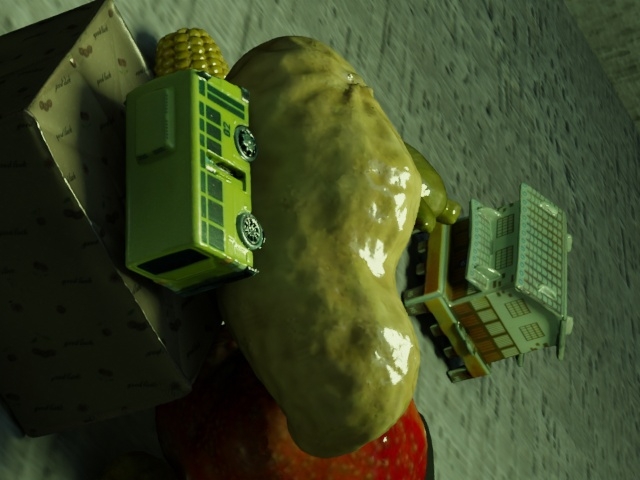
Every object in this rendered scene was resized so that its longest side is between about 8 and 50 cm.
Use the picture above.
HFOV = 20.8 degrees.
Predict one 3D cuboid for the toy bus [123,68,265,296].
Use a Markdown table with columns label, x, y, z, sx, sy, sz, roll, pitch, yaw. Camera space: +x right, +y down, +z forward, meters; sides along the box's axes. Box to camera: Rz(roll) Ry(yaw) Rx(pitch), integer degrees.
| label | x | y | z | sx | sy | sz | roll | pitch | yaw |
| --- | --- | --- | --- | --- | --- | --- | --- | --- | --- |
| toy bus | -0.109 | -0.053 | 1.445 | 0.101 | 0.088 | 0.175 | 27 | 53 | -50 |

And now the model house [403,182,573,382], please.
| label | x | y | z | sx | sy | sz | roll | pitch | yaw |
| --- | --- | --- | --- | --- | --- | --- | --- | --- | --- |
| model house | 0.254 | 0.064 | 2.517 | 0.198 | 0.215 | 0.224 | 55 | 28 | -32 |

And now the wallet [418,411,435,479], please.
| label | x | y | z | sx | sy | sz | roll | pitch | yaw |
| --- | --- | --- | --- | --- | --- | --- | --- | --- | --- |
| wallet | 0.035 | 0.265 | 2.058 | 0.406 | 0.062 | 0.228 | 32 | 46 | -56 |

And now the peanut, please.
| label | x | y | z | sx | sy | sz | roll | pitch | yaw |
| --- | --- | --- | --- | --- | --- | --- | --- | --- | --- |
| peanut | 0.000 | 0.000 | 1.528 | 0.169 | 0.192 | 0.387 | 42 | 37 | -63 |

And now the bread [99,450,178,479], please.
| label | x | y | z | sx | sy | sz | roll | pitch | yaw |
| --- | --- | --- | --- | --- | --- | --- | --- | --- | --- |
| bread | -0.190 | 0.308 | 1.490 | 0.367 | 0.084 | 0.077 | -72 | -177 | -58 |

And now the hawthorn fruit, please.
| label | x | y | z | sx | sy | sz | roll | pitch | yaw |
| --- | --- | --- | --- | --- | --- | --- | --- | --- | --- |
| hawthorn fruit | -0.021 | 0.221 | 1.677 | 0.254 | 0.254 | 0.300 | -53 | 136 | -63 |

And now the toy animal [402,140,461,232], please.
| label | x | y | z | sx | sy | sz | roll | pitch | yaw |
| --- | --- | --- | --- | --- | --- | --- | --- | --- | --- |
| toy animal | 0.028 | -0.057 | 2.151 | 0.180 | 0.181 | 0.363 | 67 | 20 | 10 |

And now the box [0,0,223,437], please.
| label | x | y | z | sx | sy | sz | roll | pitch | yaw |
| --- | --- | --- | --- | --- | --- | --- | --- | --- | --- |
| box | -0.223 | -0.023 | 1.520 | 0.297 | 0.190 | 0.225 | 61 | 26 | -24 |

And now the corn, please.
| label | x | y | z | sx | sy | sz | roll | pitch | yaw |
| --- | --- | --- | --- | --- | --- | --- | --- | --- | --- |
| corn | -0.113 | -0.088 | 1.929 | 0.106 | 0.106 | 0.305 | 11 | 63 | -65 |
